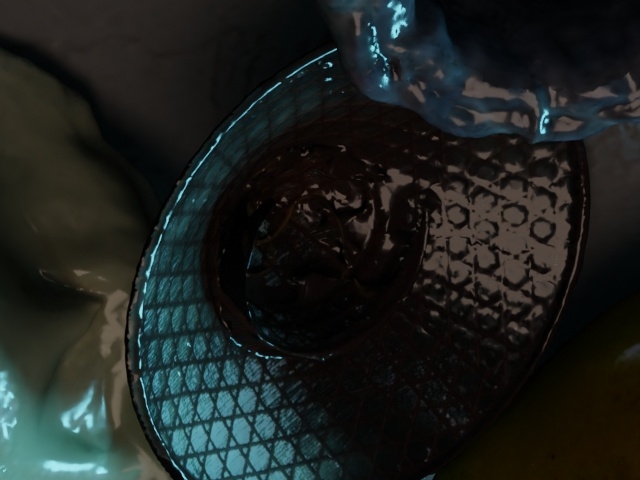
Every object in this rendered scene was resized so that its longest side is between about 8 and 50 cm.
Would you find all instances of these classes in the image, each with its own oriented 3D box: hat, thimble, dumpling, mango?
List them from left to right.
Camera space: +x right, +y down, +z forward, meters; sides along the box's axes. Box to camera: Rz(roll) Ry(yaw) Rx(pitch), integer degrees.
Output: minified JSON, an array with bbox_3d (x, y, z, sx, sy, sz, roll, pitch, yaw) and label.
[{"bbox_3d":[-0.148,0.022,0.615,0.258,0.147,0.193,39,98,-14],"label":"dumpling"},{"bbox_3d":[0.000,0.000,0.624,0.193,0.082,0.193,-16,122,-27],"label":"hat"},{"bbox_3d":[0.065,-0.106,0.491,0.150,0.098,0.150,1,136,1],"label":"thimble"},{"bbox_3d":[0.143,0.094,0.675,0.151,0.120,0.221,32,132,-16],"label":"mango"}]
